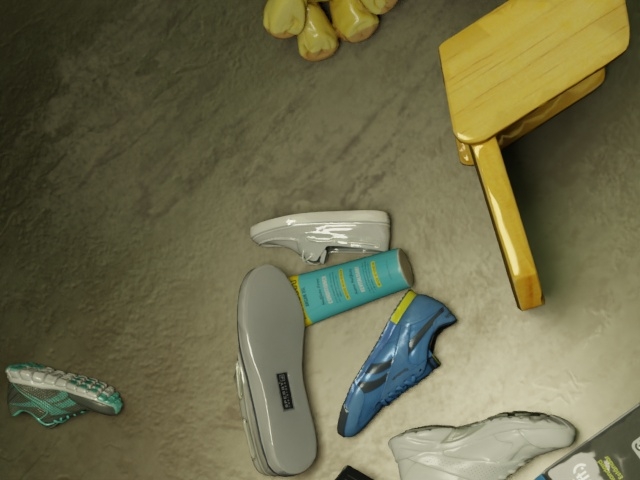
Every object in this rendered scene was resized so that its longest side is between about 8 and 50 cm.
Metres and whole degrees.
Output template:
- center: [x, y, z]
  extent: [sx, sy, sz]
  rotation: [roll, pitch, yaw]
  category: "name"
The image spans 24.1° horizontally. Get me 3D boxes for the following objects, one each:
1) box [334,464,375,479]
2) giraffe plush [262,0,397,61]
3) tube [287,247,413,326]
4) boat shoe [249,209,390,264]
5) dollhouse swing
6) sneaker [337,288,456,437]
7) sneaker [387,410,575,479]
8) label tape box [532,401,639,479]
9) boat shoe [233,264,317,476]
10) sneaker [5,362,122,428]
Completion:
- center: [0.092, 0.408, 1.776]
  extent: [0.261, 0.184, 0.103]
  rotation: [28, 122, 15]
  category: "box"
- center: [-0.014, -0.369, 1.967]
  extent: [0.181, 0.210, 0.170]
  rotation: [-28, 47, 9]
  category: "giraffe plush"
- center: [0.016, 0.065, 1.931]
  extent: [0.207, 0.052, 0.080]
  rotation: [-19, 74, 17]
  category: "tube"
- center: [0.000, 0.000, 1.942]
  extent: [0.184, 0.066, 0.063]
  rotation: [-3, 78, 1]
  category: "boat shoe"
- center: [0.292, -0.124, 1.763]
  extent: [0.315, 0.347, 0.305]
  rotation: [-32, 85, 4]
  category: "dollhouse swing"
- center: [0.096, 0.166, 1.886]
  extent: [0.082, 0.069, 0.209]
  rotation: [31, 87, 11]
  category: "sneaker"
- center: [0.205, 0.274, 1.845]
  extent: [0.232, 0.090, 0.115]
  rotation: [-12, 84, 18]
  category: "sneaker"
- center: [0.385, 0.345, 1.775]
  extent: [0.347, 0.115, 0.249]
  rotation: [-35, 75, 2]
  category: "label tape box"
- center: [-0.069, 0.168, 1.909]
  extent: [0.088, 0.096, 0.268]
  rotation: [-19, 81, 51]
  category: "boat shoe"
- center: [-0.340, 0.214, 1.976]
  extent: [0.166, 0.065, 0.076]
  rotation: [13, 99, 16]
  category: "sneaker"
